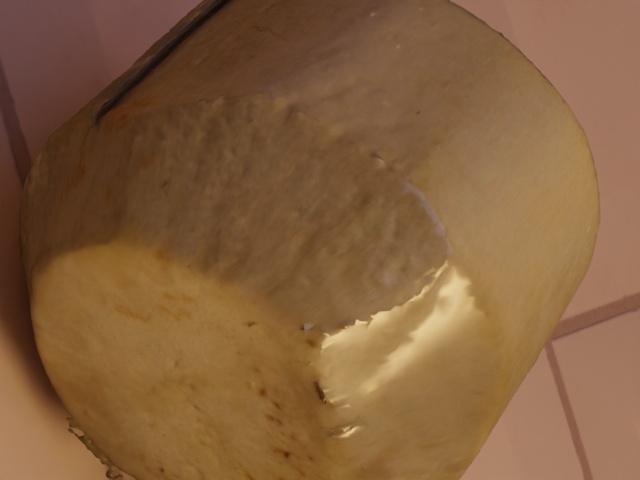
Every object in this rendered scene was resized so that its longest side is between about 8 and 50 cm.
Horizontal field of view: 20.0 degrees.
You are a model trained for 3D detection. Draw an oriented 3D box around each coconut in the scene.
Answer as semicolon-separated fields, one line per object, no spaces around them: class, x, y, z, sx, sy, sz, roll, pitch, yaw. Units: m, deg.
coconut;0.000;0.000;1.021;0.323;0.323;0.323;24;57;-44
